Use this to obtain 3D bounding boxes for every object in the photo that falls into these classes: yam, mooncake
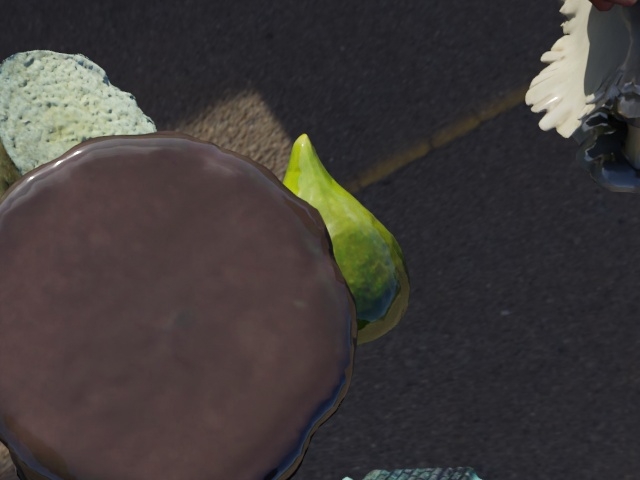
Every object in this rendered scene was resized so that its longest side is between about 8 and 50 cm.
[{"bbox_3d":[-0.353,-0.042,1.461,0.240,0.348,0.241,18,46,-20],"label":"yam"},{"bbox_3d":[-0.117,0.065,0.825,0.282,0.141,0.283,2,76,-8],"label":"mooncake"}]

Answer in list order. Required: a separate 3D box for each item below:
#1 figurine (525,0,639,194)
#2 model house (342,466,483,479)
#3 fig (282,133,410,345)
[{"bbox_3d":[0.211,-0.204,0.751,0.166,0.387,0.207,-3,43,9],"label":"figurine"},{"bbox_3d":[0.088,0.390,1.334,0.241,0.261,0.226,25,108,18],"label":"model house"},{"bbox_3d":[0.000,0.000,1.483,0.206,0.206,0.275,-15,99,-19],"label":"fig"}]
